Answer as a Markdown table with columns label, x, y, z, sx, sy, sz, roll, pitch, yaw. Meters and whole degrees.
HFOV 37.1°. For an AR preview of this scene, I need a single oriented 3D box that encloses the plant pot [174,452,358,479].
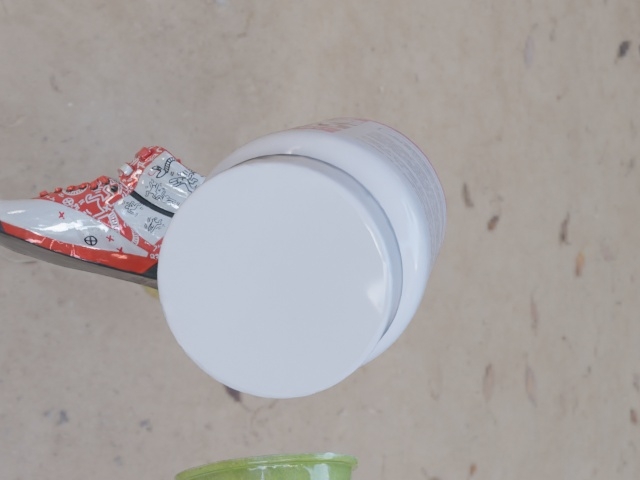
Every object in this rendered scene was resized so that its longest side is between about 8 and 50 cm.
| label | x | y | z | sx | sy | sz | roll | pitch | yaw |
| --- | --- | --- | --- | --- | --- | --- | --- | --- | --- |
| plant pot | -0.068 | 0.458 | 1.382 | 0.276 | 0.276 | 0.254 | 25 | 53 | -52 |

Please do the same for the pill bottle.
| label | x | y | z | sx | sy | sz | roll | pitch | yaw |
| --- | --- | --- | --- | --- | --- | --- | --- | --- | --- |
| pill bottle | 0.000 | 0.000 | 0.657 | 0.283 | 0.160 | 0.160 | -43 | 125 | -76 |

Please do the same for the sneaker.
| label | x | y | z | sx | sy | sz | roll | pitch | yaw |
| --- | --- | --- | --- | --- | --- | --- | --- | --- | --- |
| sneaker | -0.241 | -0.040 | 1.058 | 0.090 | 0.270 | 0.145 | 103 | 1 | -75 |
